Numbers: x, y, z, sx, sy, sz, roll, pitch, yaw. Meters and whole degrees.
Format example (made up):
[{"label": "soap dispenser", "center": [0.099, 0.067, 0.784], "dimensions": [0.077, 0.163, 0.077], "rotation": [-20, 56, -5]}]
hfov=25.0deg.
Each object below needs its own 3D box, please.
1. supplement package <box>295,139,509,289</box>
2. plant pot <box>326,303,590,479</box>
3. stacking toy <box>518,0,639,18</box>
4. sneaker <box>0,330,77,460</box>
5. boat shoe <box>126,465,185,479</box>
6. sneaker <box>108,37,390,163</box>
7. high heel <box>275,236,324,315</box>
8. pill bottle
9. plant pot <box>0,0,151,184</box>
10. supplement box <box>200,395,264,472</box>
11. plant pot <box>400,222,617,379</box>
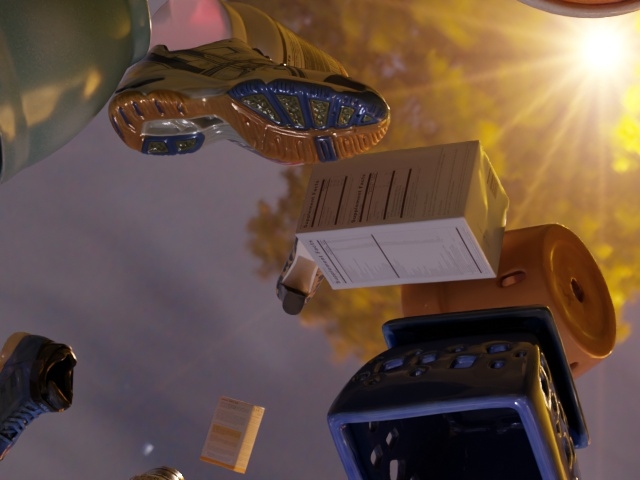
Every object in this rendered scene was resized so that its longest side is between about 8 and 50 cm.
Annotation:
[{"label": "supplement package", "center": [0.111, -0.032, 1.943], "dimensions": [0.139, 0.244, 0.133], "rotation": [57, -142, -44]}, {"label": "plant pot", "center": [0.169, 0.206, 1.607], "dimensions": [0.236, 0.236, 0.212], "rotation": [68, -151, -28]}, {"label": "stacking toy", "center": [0.324, -0.447, 1.433], "dimensions": [0.351, 0.350, 0.480], "rotation": [36, 167, -3]}, {"label": "sneaker", "center": [-0.297, 0.168, 1.449], "dimensions": [0.085, 0.152, 0.058], "rotation": [9, 157, 31]}, {"label": "boat shoe", "center": [-0.191, 0.392, 1.481], "dimensions": [0.121, 0.335, 0.119], "rotation": [21, -171, 11]}, {"label": "sneaker", "center": [-0.068, -0.161, 1.488], "dimensions": [0.297, 0.112, 0.131], "rotation": [5, -133, 14]}, {"label": "high heel", "center": [0.000, 0.000, 2.450], "dimensions": [0.093, 0.261, 0.186], "rotation": [29, -176, -5]}, {"label": "pill bottle", "center": [-0.117, -0.261, 2.327], "dimensions": [0.210, 0.210, 0.363], "rotation": [52, -165, 29]}, {"label": "plant pot", "center": [-0.288, -0.223, 1.396], "dimensions": [0.196, 0.293, 0.293], "rotation": [-27, -119, -24]}, {"label": "supplement box", "center": [-0.128, 0.281, 2.096], "dimensions": [0.062, 0.098, 0.036], "rotation": [13, 171, 30]}, {"label": "plant pot", "center": [0.279, 0.104, 2.026], "dimensions": [0.291, 0.203, 0.290], "rotation": [35, -138, -40]}]
